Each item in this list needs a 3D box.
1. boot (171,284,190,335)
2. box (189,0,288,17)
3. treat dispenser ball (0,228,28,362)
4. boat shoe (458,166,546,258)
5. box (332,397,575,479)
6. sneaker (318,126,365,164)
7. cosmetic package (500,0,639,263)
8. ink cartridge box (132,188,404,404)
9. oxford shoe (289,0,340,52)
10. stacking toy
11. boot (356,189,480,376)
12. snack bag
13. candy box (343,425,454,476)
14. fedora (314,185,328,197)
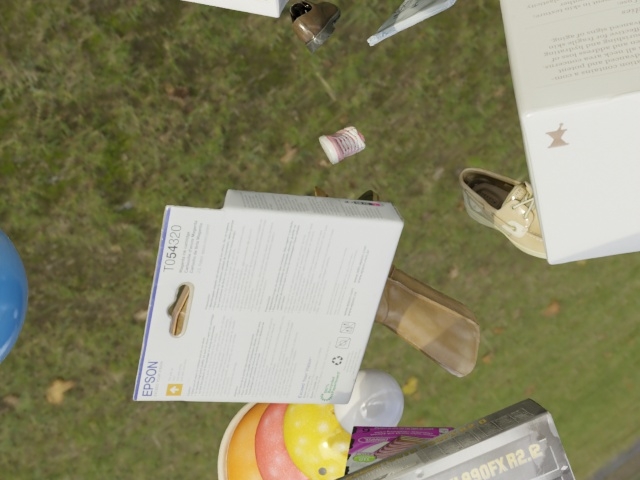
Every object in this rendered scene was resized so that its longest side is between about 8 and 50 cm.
[{"bbox_3d":[-0.213,0.135,1.749,0.112,0.115,0.305,-68,180,-51],"label":"boot"},{"bbox_3d":[-0.139,-0.411,1.395,0.103,0.203,0.114,88,20,-49],"label":"box"},{"bbox_3d":[-0.570,0.081,1.388,0.288,0.288,0.288,-30,156,-15],"label":"treat dispenser ball"},{"bbox_3d":[0.379,-0.058,1.814,0.109,0.302,0.098,-44,134,-13],"label":"boat shoe"},{"bbox_3d":[0.103,0.256,0.773,0.231,0.183,0.056,-22,-175,-5],"label":"box"},{"bbox_3d":[0.038,-0.162,1.603,0.070,0.051,0.134,-27,-177,3],"label":"sneaker"},{"bbox_3d":[0.490,-0.228,1.583,0.329,0.393,0.327,-9,133,13],"label":"cosmetic package"},{"bbox_3d":[-0.080,0.085,1.353,0.330,0.071,0.324,5,120,-18],"label":"ink cartridge box"},{"bbox_3d":[-0.015,-0.482,2.064,0.083,0.096,0.227,-42,-165,21],"label":"oxford shoe"},{"bbox_3d":[0.020,0.354,1.746,0.351,0.350,0.480,-24,159,-28],"label":"stacking toy"},{"bbox_3d":[0.148,0.073,1.604,0.269,0.236,0.089,29,146,-26],"label":"boot"},{"bbox_3d":[0.302,-0.611,2.341,0.323,0.037,0.342,-12,-147,54],"label":"snack bag"},{"bbox_3d":[0.115,0.336,1.369,0.159,0.071,0.233,0,-169,5],"label":"candy box"},{"bbox_3d":[0.000,0.000,1.759,0.079,0.194,0.194,-19,158,5],"label":"fedora"}]
